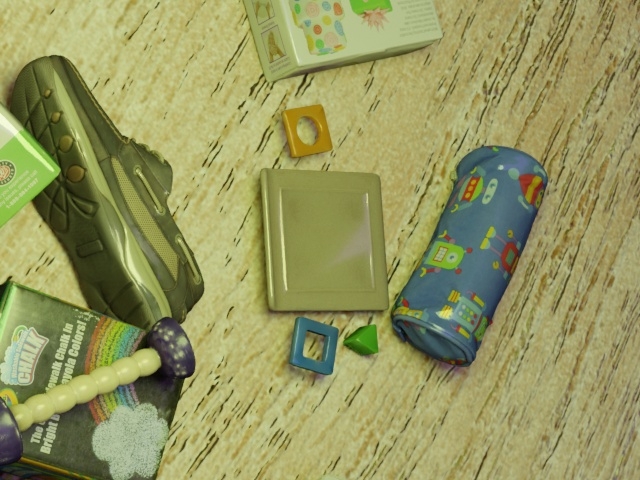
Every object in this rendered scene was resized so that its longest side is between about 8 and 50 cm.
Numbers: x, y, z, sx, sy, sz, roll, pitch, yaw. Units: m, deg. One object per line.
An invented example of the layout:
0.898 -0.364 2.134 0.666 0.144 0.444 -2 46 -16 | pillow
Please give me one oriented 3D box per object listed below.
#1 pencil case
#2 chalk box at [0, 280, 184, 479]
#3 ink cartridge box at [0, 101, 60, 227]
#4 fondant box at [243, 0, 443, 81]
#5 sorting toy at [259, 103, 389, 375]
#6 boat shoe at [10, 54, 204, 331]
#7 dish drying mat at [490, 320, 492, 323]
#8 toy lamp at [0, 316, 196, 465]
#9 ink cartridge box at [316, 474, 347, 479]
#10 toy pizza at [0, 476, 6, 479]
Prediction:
0.194 0.014 2.101 0.306 0.133 0.119 -65 150 -22 | pencil case
-0.320 0.159 1.728 0.289 0.179 0.180 23 71 -25 | chalk box
-0.444 -0.112 1.695 0.198 0.115 0.273 -42 105 -2 | ink cartridge box
0.003 -0.392 2.073 0.238 0.096 0.330 -15 88 -32 | fondant box
0.000 0.000 2.030 0.196 0.047 0.347 2 80 -36 | sorting toy
-0.246 -0.054 1.855 0.130 0.132 0.355 -32 106 -43 | boat shoe
0.199 0.110 2.151 0.083 0.008 0.032 -19 90 -32 | dish drying mat
-0.258 0.159 1.613 0.275 0.080 0.080 -24 94 -30 | toy lamp
0.041 0.414 1.906 0.160 0.092 0.219 26 44 -25 | ink cartridge box
-0.396 0.349 1.728 0.201 0.032 0.201 6 79 -36 | toy pizza
